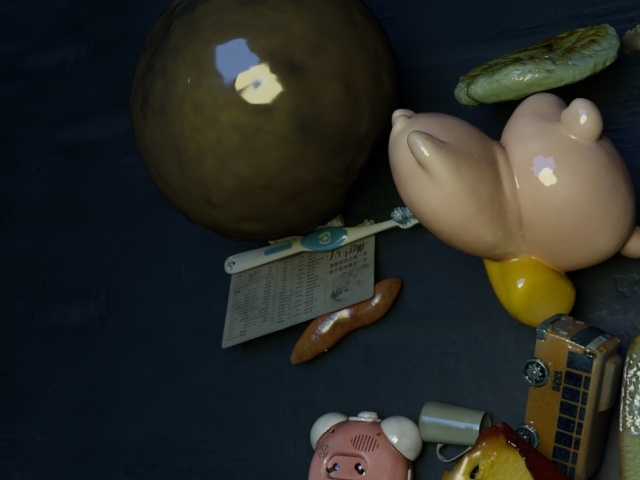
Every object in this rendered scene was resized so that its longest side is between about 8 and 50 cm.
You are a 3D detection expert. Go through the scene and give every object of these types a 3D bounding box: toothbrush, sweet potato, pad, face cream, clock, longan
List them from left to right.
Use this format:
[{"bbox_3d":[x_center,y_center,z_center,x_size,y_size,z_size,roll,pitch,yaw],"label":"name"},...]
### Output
[{"bbox_3d":[-0.078,-0.195,1.466,0.404,0.404,0.436,-42,32,10],"label":"longan"},{"bbox_3d":[-0.035,0.065,1.535,0.264,0.009,0.160,-21,41,23],"label":"pad"},{"bbox_3d":[-0.022,-0.020,1.579,0.130,0.034,0.034,-11,65,28],"label":"face cream"},{"bbox_3d":[0.003,0.001,1.540,0.386,0.040,0.040,-16,62,35],"label":"toothbrush"},{"bbox_3d":[0.033,0.114,1.476,0.202,0.055,0.058,-35,92,12],"label":"sweet potato"},{"bbox_3d":[0.051,0.307,1.361,0.165,0.092,0.162,-3,65,31],"label":"clock"}]

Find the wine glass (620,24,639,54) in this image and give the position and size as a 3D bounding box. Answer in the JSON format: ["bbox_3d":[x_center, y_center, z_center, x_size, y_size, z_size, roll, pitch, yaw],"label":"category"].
[{"bbox_3d":[0.471,-0.169,1.324,0.074,0.074,0.262,-27,60,19],"label":"wine glass"}]

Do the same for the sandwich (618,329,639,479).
[{"bbox_3d":[0.409,0.190,1.195,0.094,0.096,0.258,3,74,26],"label":"sandwich"}]

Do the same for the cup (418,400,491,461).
[{"bbox_3d":[0.176,0.252,1.331,0.083,0.054,0.075,3,71,30],"label":"cup"}]

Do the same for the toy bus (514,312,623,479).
[{"bbox_3d":[0.300,0.189,1.218,0.103,0.091,0.182,14,106,33],"label":"toy bus"}]

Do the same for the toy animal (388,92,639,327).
[{"bbox_3d":[0.259,-0.090,1.276,0.246,0.345,0.278,-36,23,26],"label":"toy animal"}]

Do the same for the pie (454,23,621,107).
[{"bbox_3d":[0.295,-0.237,1.383,0.240,0.240,0.054,-14,105,26],"label":"pie"}]

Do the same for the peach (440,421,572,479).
[{"bbox_3d":[0.233,0.400,1.148,0.257,0.201,0.362,-25,49,51],"label":"peach"}]
